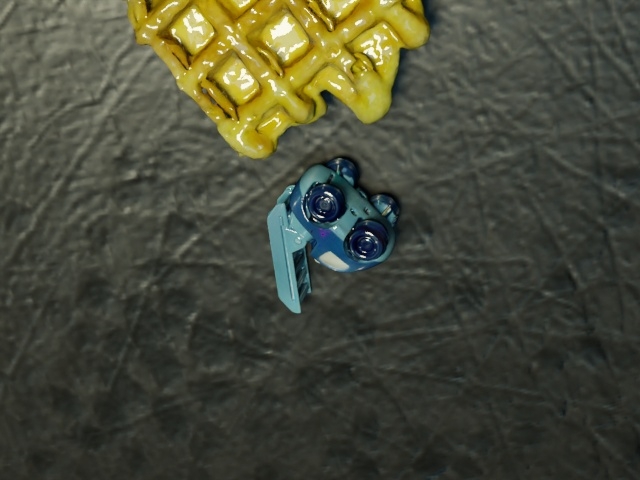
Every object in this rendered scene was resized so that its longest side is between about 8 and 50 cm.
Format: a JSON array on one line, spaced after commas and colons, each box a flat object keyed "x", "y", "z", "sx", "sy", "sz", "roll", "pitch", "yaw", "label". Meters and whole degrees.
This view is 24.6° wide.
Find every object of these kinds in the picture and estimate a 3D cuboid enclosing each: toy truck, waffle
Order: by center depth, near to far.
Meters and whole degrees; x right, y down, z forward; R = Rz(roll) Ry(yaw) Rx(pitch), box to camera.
[{"x": -0.059, "y": -0.200, "z": 0.827, "sx": 0.283, "sy": 0.065, "sz": 0.310, "roll": 4, "pitch": 106, "yaw": -1, "label": "waffle"}, {"x": 0.000, "y": 0.000, "z": 0.905, "sx": 0.073, "sy": 0.056, "sz": 0.090, "roll": 41, "pitch": 120, "yaw": -7, "label": "toy truck"}]
